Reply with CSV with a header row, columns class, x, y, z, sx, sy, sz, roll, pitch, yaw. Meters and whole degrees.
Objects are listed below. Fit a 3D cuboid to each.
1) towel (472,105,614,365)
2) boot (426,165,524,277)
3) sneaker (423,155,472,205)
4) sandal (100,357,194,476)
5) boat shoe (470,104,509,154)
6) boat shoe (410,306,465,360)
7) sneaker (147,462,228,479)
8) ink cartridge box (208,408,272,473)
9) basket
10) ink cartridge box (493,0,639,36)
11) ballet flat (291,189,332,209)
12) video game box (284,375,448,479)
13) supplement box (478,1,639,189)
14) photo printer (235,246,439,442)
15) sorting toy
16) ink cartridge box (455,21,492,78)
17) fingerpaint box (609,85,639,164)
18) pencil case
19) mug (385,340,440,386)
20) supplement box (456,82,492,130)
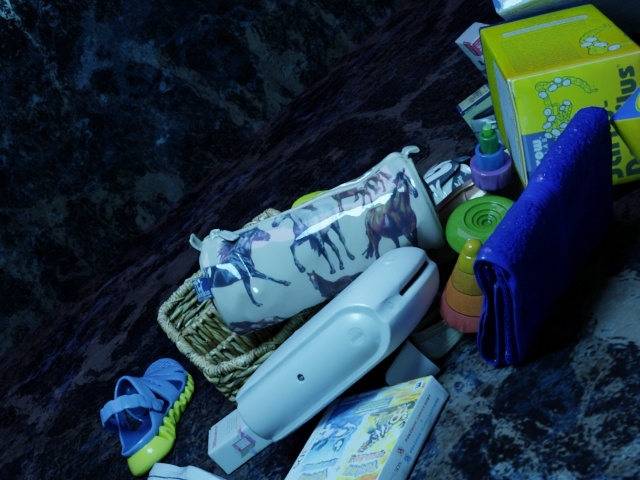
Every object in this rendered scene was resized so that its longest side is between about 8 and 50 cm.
class,x,y,z,sx,sy,sz,roll,pitch,yaw
towel,0.302,-0.002,1.396,0.076,0.227,0.308,22,58,26
boot,0.234,-0.015,1.758,0.305,0.112,0.115,-30,50,16
sneaker,0.214,-0.074,1.889,0.235,0.094,0.153,-39,6,-33
sandal,-0.331,0.302,2.034,0.126,0.138,0.317,-38,16,13
boat shoe,0.415,-0.274,1.957,0.319,0.099,0.116,-38,16,5
boat shoe,0.200,0.098,1.558,0.170,0.059,0.063,-45,18,-14
sneaker,-0.196,0.398,1.631,0.258,0.094,0.091,-16,50,58
ink cartridge box,-0.118,0.305,1.721,0.122,0.052,0.088,-36,17,9
basket,-0.101,0.123,1.851,0.299,0.223,0.213,-42,17,-8
ink cartridge box,0.480,-0.453,1.898,0.270,0.151,0.395,-18,-17,26
ballet flat,0.057,-0.055,1.839,0.077,0.231,0.077,61,-143,-69
video game box,0.054,0.278,1.444,0.205,0.048,0.187,-23,26,44
supplement box,0.377,-0.226,1.666,0.195,0.194,0.356,-12,23,6
photo printer,0.039,0.139,1.570,0.307,0.107,0.256,-43,-1,29
sorting toy,0.237,-0.039,1.558,0.127,0.126,0.365,-1,44,15
ink cartridge box,0.365,-0.378,2.234,0.063,0.150,0.109,-44,17,1
fingerpaint box,0.641,-0.252,1.326,0.445,0.163,0.371,-45,18,-17
pencil case,0.000,0.000,1.701,0.410,0.183,0.160,-25,24,11
mug,0.129,0.188,1.514,0.064,0.078,0.062,-49,51,0
supplement box,0.327,-0.251,2.109,0.083,0.083,0.056,-37,17,11
